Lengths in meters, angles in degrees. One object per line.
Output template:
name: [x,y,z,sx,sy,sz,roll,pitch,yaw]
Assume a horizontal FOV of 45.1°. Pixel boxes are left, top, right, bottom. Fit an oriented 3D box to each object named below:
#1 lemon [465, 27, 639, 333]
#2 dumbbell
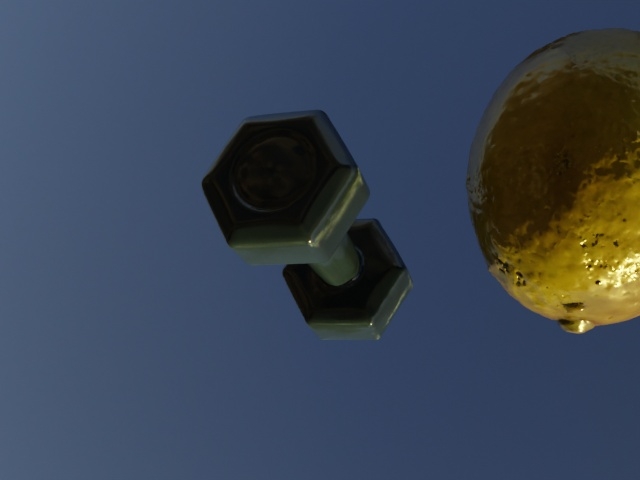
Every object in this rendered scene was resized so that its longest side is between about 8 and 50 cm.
lemon: [0.249,-0.057,0.705,0.236,0.236,0.263,-24,-101,42]
dumbbell: [0.000,0.000,0.829,0.144,0.316,0.156,28,-103,27]
